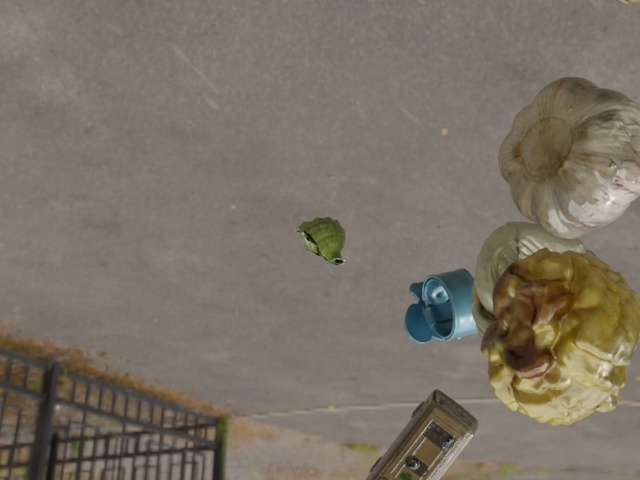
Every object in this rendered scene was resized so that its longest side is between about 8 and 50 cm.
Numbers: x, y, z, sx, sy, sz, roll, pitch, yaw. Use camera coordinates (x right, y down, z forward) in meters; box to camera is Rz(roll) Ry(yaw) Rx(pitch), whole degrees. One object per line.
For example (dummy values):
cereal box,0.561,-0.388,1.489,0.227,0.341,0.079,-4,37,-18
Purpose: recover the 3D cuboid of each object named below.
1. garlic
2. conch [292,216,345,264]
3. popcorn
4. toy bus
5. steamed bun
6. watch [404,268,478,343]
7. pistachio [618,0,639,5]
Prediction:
garlic,0.375,-0.104,1.138,0.212,0.218,0.219,7,156,-36
conch,0.000,0.000,1.310,0.089,0.121,0.074,13,118,-28
popcorn,0.386,0.164,1.297,0.225,0.265,0.332,30,174,43
toy bus,0.213,0.481,1.826,0.139,0.289,0.157,39,-173,10
steamed bun,0.425,0.116,1.666,0.275,0.319,0.206,-6,-178,-21
watch,0.320,0.156,2.088,0.211,0.210,0.193,7,153,-12
pistachio,0.353,-0.374,0.994,0.136,0.135,0.226,-20,142,38
